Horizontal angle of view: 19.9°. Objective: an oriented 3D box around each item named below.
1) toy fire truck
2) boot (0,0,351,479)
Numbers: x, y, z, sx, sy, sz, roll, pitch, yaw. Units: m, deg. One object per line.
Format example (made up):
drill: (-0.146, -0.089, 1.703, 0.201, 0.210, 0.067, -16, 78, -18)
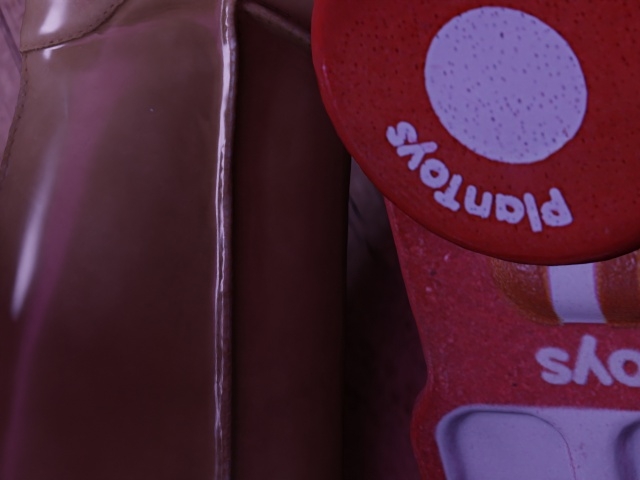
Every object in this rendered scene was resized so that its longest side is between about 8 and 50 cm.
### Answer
toy fire truck: (0.151, -0.010, 0.458, 0.302, 0.253, 0.169, 0, 31, 27)
boot: (0.000, 0.000, 0.594, 0.236, 0.089, 0.269, 4, 89, -8)
